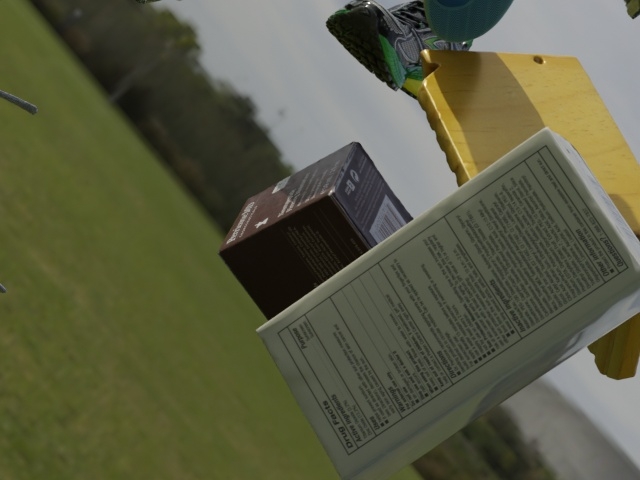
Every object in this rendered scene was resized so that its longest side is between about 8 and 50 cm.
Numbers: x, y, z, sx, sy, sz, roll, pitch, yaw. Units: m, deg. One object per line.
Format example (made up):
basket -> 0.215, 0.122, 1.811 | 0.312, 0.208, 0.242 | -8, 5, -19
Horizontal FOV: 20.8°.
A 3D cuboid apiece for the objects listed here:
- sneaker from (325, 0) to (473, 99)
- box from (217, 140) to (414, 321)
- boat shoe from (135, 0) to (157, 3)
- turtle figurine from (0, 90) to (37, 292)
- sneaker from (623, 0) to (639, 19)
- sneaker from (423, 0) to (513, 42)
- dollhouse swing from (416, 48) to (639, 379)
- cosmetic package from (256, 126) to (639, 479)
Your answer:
sneaker -> 0.119, -0.300, 2.487 | 0.134, 0.146, 0.343 | 43, 11, 16
box -> 0.000, 0.000, 2.447 | 0.167, 0.203, 0.168 | 54, 28, -18
boat shoe -> -0.174, -0.318, 1.859 | 0.099, 0.116, 0.319 | 6, 20, -8
turtle figurine -> -0.378, -0.090, 1.780 | 0.275, 0.198, 0.266 | 34, -7, -13
sneaker -> 0.474, -0.413, 2.525 | 0.122, 0.110, 0.283 | 59, 1, 9
sneaker -> 0.180, -0.420, 2.151 | 0.208, 0.127, 0.319 | -104, -161, -52
dollhouse swing -> 0.254, -0.010, 2.167 | 0.305, 0.315, 0.347 | 111, -31, -41
cosmetic package -> 0.121, 0.060, 1.489 | 0.160, 0.309, 0.113 | 60, 15, 17
